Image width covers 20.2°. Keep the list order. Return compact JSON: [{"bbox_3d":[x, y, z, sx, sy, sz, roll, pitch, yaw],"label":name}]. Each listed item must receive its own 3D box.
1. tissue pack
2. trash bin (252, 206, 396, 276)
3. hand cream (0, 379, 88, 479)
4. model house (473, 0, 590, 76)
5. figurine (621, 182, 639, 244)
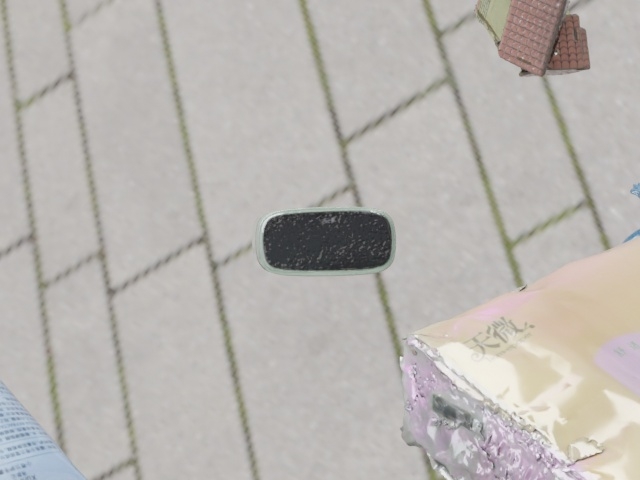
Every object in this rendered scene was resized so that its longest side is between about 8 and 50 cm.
[{"bbox_3d":[0.199,0.108,1.103,0.215,0.257,0.123,36,131,33],"label":"tissue pack"},{"bbox_3d":[0.000,0.000,1.545,0.116,0.130,0.059,0,91,-5],"label":"trash bin"},{"bbox_3d":[-0.246,0.105,1.192,0.271,0.091,0.058,42,131,40],"label":"hand cream"},{"bbox_3d":[0.112,-0.112,0.899,0.058,0.057,0.083,-119,31,-42],"label":"model house"},{"bbox_3d":[0.323,0.001,1.442,0.178,0.114,0.144,120,147,-43],"label":"figurine"}]
